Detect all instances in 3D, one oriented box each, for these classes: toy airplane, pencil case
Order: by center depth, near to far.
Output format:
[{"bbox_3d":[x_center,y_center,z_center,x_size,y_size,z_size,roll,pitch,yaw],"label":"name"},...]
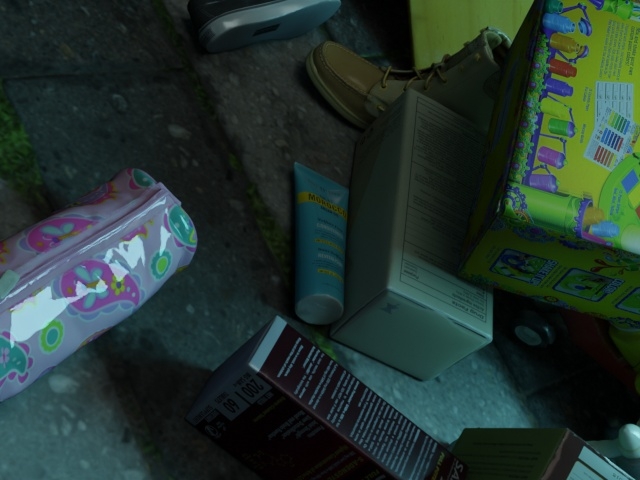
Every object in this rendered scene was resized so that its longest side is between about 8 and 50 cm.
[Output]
[{"bbox_3d":[-0.236,0.038,0.959,0.124,0.124,0.284,50,43,3],"label":"pencil case"},{"bbox_3d":[0.449,0.148,1.292,0.385,0.272,0.385,-2,79,-27],"label":"toy airplane"}]

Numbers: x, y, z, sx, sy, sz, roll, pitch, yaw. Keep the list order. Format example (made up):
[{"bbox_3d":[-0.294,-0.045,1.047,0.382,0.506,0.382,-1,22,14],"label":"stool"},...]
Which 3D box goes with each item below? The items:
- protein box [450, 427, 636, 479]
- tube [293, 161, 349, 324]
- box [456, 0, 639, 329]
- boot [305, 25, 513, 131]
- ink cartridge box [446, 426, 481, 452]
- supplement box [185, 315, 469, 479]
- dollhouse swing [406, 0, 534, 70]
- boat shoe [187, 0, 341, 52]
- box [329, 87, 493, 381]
[{"bbox_3d":[0.179,0.293,0.992,0.136,0.200,0.201,37,71,-10],"label":"protein box"},{"bbox_3d":[0.000,0.000,1.222,0.080,0.052,0.207,31,40,-29],"label":"tube"},{"bbox_3d":[0.322,-0.081,1.138,0.279,0.177,0.289,17,66,0],"label":"box"},{"bbox_3d":[0.132,-0.205,1.348,0.262,0.203,0.095,35,45,-13],"label":"boot"},{"bbox_3d":[0.171,0.275,1.150,0.122,0.052,0.088,53,44,3],"label":"ink cartridge box"},{"bbox_3d":[0.006,0.193,1.027,0.239,0.130,0.073,38,44,-8],"label":"supplement box"},{"bbox_3d":[0.257,-0.394,1.564,0.347,0.304,0.315,-7,26,0],"label":"dollhouse swing"},{"bbox_3d":[-0.072,-0.295,1.354,0.229,0.080,0.076,-24,78,-37],"label":"boat shoe"},{"bbox_3d":[0.115,-0.011,1.258,0.148,0.121,0.311,28,47,-19],"label":"box"}]
